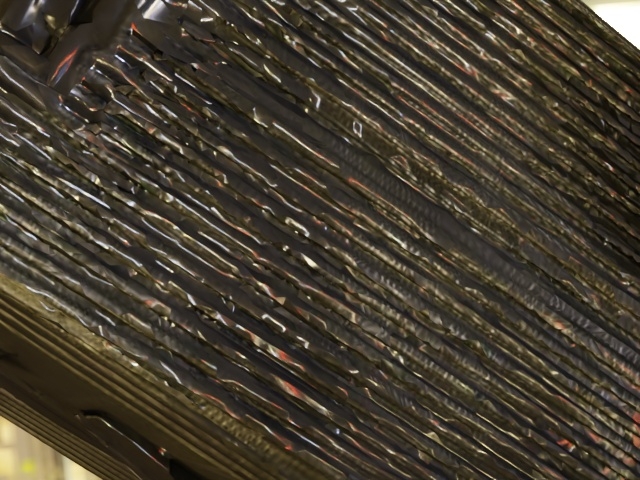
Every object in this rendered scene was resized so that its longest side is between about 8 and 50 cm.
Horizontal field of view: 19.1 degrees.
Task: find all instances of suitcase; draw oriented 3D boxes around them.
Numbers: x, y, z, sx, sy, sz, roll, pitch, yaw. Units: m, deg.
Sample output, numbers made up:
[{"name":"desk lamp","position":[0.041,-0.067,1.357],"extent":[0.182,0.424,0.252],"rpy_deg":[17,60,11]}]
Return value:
[{"name":"suitcase","position":[0.000,0.000,0.689],"extent":[0.335,0.230,0.152],"rpy_deg":[35,155,-21]}]
